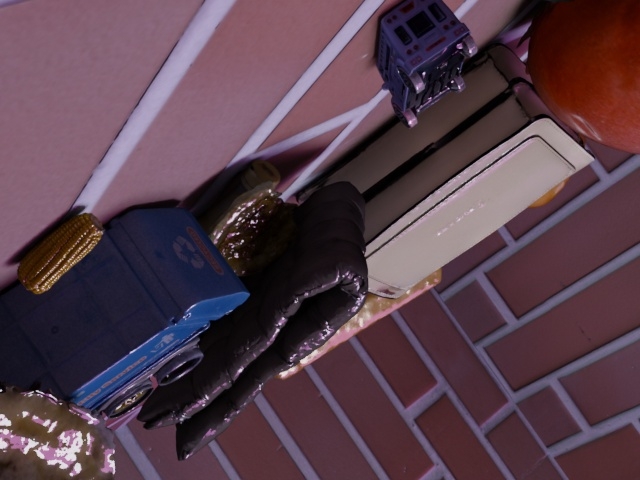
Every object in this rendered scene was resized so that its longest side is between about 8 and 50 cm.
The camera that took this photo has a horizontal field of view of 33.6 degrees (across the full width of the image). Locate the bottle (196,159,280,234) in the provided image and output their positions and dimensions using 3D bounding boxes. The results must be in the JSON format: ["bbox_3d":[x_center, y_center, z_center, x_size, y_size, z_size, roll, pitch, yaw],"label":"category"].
[{"bbox_3d":[-0.126,0.012,1.192,0.083,0.083,0.269,-26,162,-52],"label":"bottle"}]

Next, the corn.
[{"bbox_3d":[-0.222,0.010,0.900,0.092,0.037,0.037,-37,173,16],"label":"corn"}]

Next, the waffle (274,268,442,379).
[{"bbox_3d":[0.003,0.085,1.745,0.348,0.077,0.304,-31,-157,-13],"label":"waffle"}]

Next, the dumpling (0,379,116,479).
[{"bbox_3d":[-0.259,0.216,0.918,0.086,0.332,0.166,-3,-140,32],"label":"dumpling"}]

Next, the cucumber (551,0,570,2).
[{"bbox_3d":[0.263,-0.288,1.066,0.116,0.062,0.115,-36,170,-1],"label":"cucumber"}]

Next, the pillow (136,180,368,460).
[{"bbox_3d":[-0.068,0.087,1.244,0.326,0.101,0.228,-40,-159,19],"label":"pillow"}]

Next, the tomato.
[{"bbox_3d":[0.416,-0.236,1.239,0.341,0.273,0.341,-37,175,-4],"label":"tomato"}]

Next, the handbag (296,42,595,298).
[{"bbox_3d":[0.176,-0.080,1.461,0.358,0.160,0.237,-37,145,18],"label":"handbag"}]

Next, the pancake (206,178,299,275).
[{"bbox_3d":[-0.075,-0.007,1.126,0.116,0.022,0.129,-44,149,3],"label":"pancake"}]

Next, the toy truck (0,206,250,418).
[{"bbox_3d":[-0.252,0.112,1.033,0.367,0.146,0.175,-37,166,-6],"label":"toy truck"}]

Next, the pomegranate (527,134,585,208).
[{"bbox_3d":[0.317,-0.148,1.692,0.209,0.209,0.209,-34,173,-5],"label":"pomegranate"}]

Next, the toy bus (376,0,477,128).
[{"bbox_3d":[0.095,-0.171,1.004,0.073,0.076,0.167,-35,171,-5],"label":"toy bus"}]
